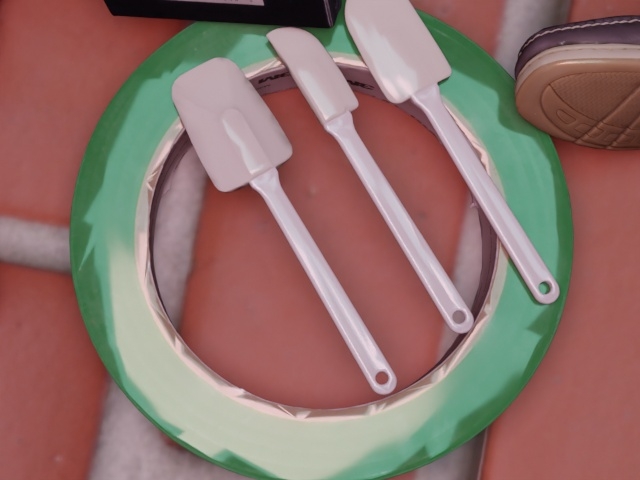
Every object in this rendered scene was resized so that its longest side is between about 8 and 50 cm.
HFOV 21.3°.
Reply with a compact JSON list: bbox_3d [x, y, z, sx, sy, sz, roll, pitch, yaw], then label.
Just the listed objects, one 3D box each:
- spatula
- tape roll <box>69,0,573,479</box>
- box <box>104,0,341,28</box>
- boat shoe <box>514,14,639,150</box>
[{"bbox_3d":[0.031,-0.034,1.072,0.168,0.019,0.242,-29,85,-11],"label":"spatula"},{"bbox_3d":[0.000,0.000,1.112,0.321,0.077,0.321,0,83,-1],"label":"tape roll"},{"bbox_3d":[-0.054,-0.250,1.082,0.153,0.108,0.207,4,63,11],"label":"box"},{"bbox_3d":[0.248,-0.121,1.111,0.285,0.103,0.092,-2,63,-21],"label":"boat shoe"}]
